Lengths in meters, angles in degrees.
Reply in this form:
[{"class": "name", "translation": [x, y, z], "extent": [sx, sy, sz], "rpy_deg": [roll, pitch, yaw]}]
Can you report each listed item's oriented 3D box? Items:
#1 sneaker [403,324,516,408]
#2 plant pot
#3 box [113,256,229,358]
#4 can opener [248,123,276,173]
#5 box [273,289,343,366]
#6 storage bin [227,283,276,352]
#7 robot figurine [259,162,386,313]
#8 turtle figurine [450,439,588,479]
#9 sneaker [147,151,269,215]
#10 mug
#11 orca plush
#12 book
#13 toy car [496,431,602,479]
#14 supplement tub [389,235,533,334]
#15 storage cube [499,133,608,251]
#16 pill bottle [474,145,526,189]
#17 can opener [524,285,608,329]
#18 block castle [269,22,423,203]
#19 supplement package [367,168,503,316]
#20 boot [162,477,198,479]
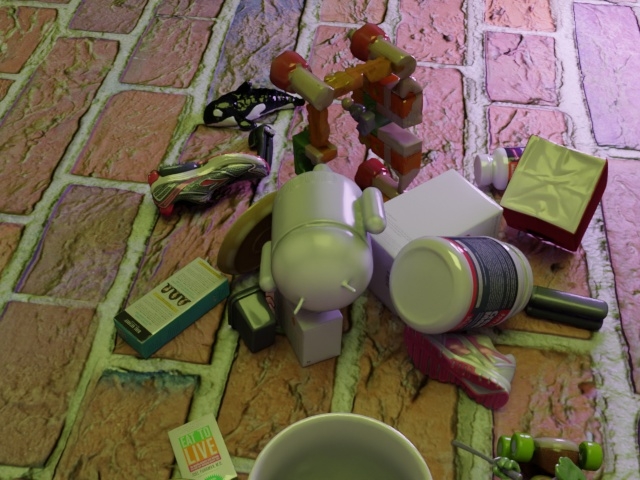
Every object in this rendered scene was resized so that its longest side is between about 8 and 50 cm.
[{"class": "sneaker", "translation": [0.288, 0.235, 1.657], "extent": [0.252, 0.103, 0.111], "rpy_deg": [31, 49, 19]}, {"class": "plant pot", "translation": [-0.130, -0.009, 1.793], "extent": [0.032, 0.236, 0.236], "rpy_deg": [41, 58, 20]}, {"class": "box", "translation": [-0.320, 0.143, 1.763], "extent": [0.100, 0.060, 0.244], "rpy_deg": [34, 55, 28]}, {"class": "can opener", "translation": [-0.148, -0.239, 2.144], "extent": [0.059, 0.073, 0.186], "rpy_deg": [24, 40, -33]}, {"class": "box", "translation": [-0.029, 0.154, 1.704], "extent": [0.091, 0.130, 0.170], "rpy_deg": [-16, 49, -17]}, {"class": "storage bin", "translation": [-0.132, 0.168, 1.700], "extent": [0.098, 0.135, 0.091], "rpy_deg": [-22, 61, -20]}, {"class": "robot figurine", "translation": [0.000, 0.000, 1.622], "extent": [0.300, 0.200, 0.353], "rpy_deg": [-32, 35, 23]}, {"class": "turtle figurine", "translation": [0.282, 0.429, 1.322], "extent": [0.197, 0.266, 0.275], "rpy_deg": [1, 58, -38]}, {"class": "sneaker", "translation": [-0.271, -0.141, 2.012], "extent": [0.299, 0.121, 0.112], "rpy_deg": [-14, 79, -9]}, {"class": "mug", "translation": [0.013, 0.506, 1.231], "extent": [0.276, 0.328, 0.374], "rpy_deg": [14, 48, 14]}, {"class": "orca plush", "translation": [-0.185, -0.391, 2.246], "extent": [0.287, 0.102, 0.151], "rpy_deg": [-2, 46, -2]}, {"class": "book", "translation": [-0.224, 0.409, 1.532], "extent": [0.096, 0.035, 0.144], "rpy_deg": [-20, 51, -13]}, {"class": "toy car", "translation": [0.405, 0.450, 1.448], "extent": [0.155, 0.149, 0.188], "rpy_deg": [8, 72, -4]}, {"class": "supplement tub", "translation": [0.288, 0.086, 1.635], "extent": [0.272, 0.191, 0.191], "rpy_deg": [0, 36, -45]}, {"class": "storage cube", "translation": [0.539, -0.109, 1.864], "extent": [0.183, 0.193, 0.215], "rpy_deg": [24, 87, 22]}, {"class": "pill bottle", "translation": [0.491, -0.183, 2.042], "extent": [0.193, 0.108, 0.108], "rpy_deg": [-4, 46, -3]}, {"class": "can opener", "translation": [0.483, 0.117, 1.779], "extent": [0.283, 0.076, 0.095], "rpy_deg": [12, 48, 10]}, {"class": "block castle", "translation": [0.052, -0.246, 1.859], "extent": [0.303, 0.453, 0.213], "rpy_deg": [-25, 45, -22]}, {"class": "supplement package", "translation": [0.237, 0.001, 1.819], "extent": [0.293, 0.177, 0.175], "rpy_deg": [-28, 52, -23]}, {"class": "boot", "translation": [-0.210, 0.506, 1.393], "extent": [0.213, 0.077, 0.165], "rpy_deg": [11, 48, -8]}]
